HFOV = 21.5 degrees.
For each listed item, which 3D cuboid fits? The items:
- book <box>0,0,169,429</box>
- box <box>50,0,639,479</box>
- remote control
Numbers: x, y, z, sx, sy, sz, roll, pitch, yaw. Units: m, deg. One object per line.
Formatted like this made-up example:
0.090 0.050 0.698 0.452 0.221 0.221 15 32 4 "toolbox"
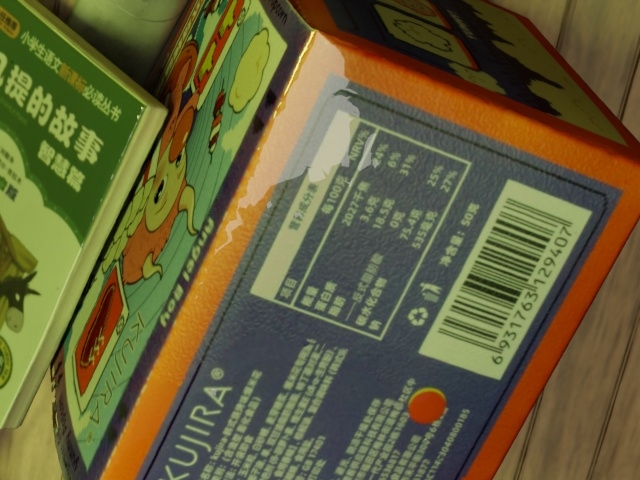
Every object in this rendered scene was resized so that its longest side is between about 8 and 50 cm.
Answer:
-0.228 -0.031 1.194 0.027 0.202 0.264 2 121 -52 "book"
0.000 0.000 1.143 0.257 0.318 0.348 20 111 -19 "box"
-0.128 -0.178 1.206 0.073 0.044 0.229 24 108 -20 "remote control"
